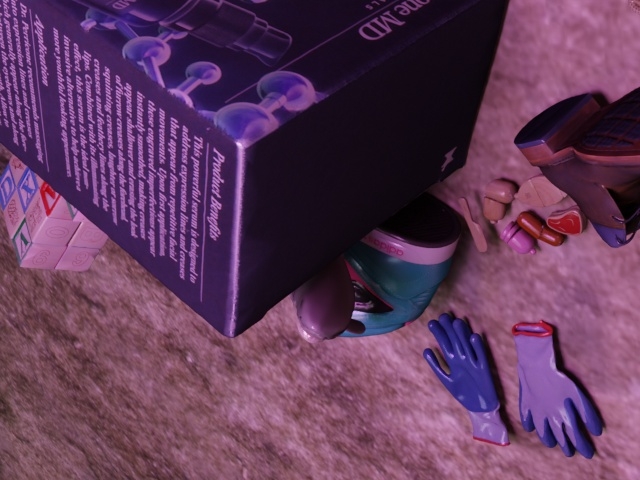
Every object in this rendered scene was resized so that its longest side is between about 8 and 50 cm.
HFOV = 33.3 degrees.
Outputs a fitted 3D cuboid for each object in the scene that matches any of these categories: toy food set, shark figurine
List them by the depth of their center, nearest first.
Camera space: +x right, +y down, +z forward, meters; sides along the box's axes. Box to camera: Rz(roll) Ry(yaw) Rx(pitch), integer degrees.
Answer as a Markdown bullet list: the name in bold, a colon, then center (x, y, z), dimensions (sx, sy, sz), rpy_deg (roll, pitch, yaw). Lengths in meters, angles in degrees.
- **toy food set**: center (0.182, -0.022, 0.927), dimensions (0.122, 0.019, 0.078), rpy_deg (-5, 116, 44)
- **shark figurine**: center (-0.029, -0.012, 0.974), dimensions (0.278, 0.166, 0.116), rpy_deg (41, 104, 34)

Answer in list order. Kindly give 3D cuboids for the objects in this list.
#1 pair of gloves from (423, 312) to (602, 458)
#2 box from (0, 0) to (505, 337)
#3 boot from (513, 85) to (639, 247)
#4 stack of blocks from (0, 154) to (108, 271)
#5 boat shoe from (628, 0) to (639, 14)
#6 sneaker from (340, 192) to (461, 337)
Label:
- **pair of gloves**: center (0.186, 0.144, 1.067), dimensions (0.198, 0.023, 0.159), rpy_deg (2, 119, 49)
- **box**: center (-0.101, -0.167, 0.894), dimensions (0.395, 0.293, 0.212), rpy_deg (37, 144, 23)
- **boot**: center (0.228, -0.049, 0.765), dimensions (0.106, 0.082, 0.219), rpy_deg (50, 175, -14)
- **stack of blocks**: center (-0.246, -0.094, 1.174), dimensions (0.297, 0.087, 0.171), rpy_deg (-51, 49, 33)
- **boat shoe**: center (0.224, -0.175, 0.641), dimensions (0.122, 0.120, 0.324), rpy_deg (-13, 109, 55)
- **sneaker**: center (0.000, 0.000, 1.086), dimensions (0.295, 0.123, 0.178), rpy_deg (31, 131, 29)
